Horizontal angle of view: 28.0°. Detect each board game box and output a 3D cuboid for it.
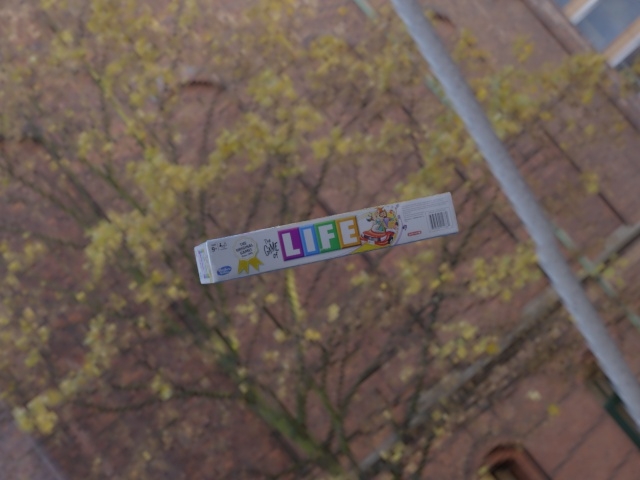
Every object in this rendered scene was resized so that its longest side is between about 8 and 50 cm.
[{"bbox_3d":[0.000,0.000,0.822,0.154,0.026,0.103,-12,-1,-10],"label":"board game box"}]
